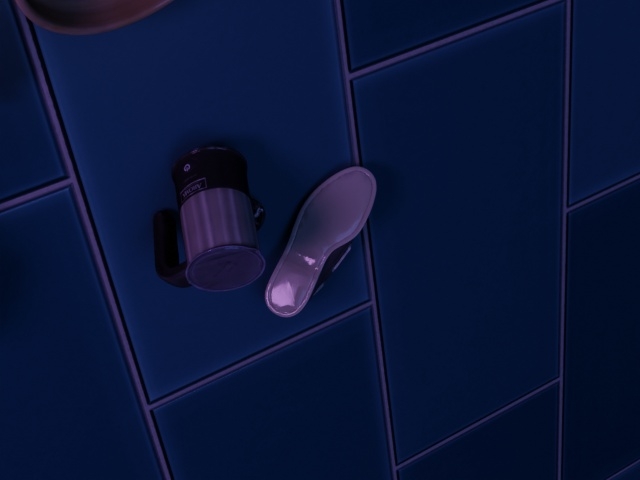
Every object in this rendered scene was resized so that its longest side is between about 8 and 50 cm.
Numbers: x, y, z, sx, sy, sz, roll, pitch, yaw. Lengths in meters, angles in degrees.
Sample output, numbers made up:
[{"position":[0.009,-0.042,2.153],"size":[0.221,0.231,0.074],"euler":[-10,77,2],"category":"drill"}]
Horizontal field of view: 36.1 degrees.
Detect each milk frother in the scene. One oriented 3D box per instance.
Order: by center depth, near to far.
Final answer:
[{"position":[-0.099,-0.006,1.067],"size":[0.143,0.134,0.129],"euler":[15,138,-36],"category":"milk frother"}]

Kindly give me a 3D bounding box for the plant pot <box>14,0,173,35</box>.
[{"position":[-0.179,-0.295,0.828],"size":[0.237,0.109,0.237],"euler":[-35,167,-9],"category":"plant pot"}]

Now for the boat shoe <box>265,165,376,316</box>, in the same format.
[{"position":[0.000,0.000,1.203],"size":[0.206,0.075,0.065],"euler":[-58,174,2],"category":"boat shoe"}]
